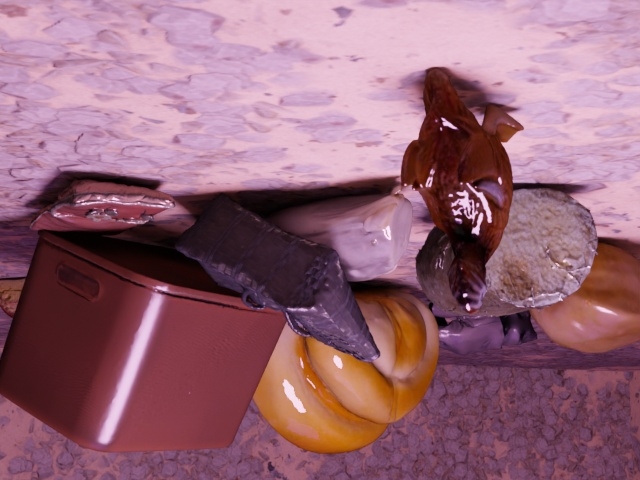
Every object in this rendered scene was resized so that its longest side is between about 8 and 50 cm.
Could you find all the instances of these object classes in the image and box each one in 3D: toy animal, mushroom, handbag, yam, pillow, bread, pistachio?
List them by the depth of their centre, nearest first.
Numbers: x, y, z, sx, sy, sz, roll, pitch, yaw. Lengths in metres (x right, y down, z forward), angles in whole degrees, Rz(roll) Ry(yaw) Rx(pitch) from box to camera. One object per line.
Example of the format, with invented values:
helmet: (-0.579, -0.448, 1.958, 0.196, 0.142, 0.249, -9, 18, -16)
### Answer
toy animal: (0.113, -0.045, 0.913, 0.089, 0.179, 0.188, -6, 141, 22)
handbag: (-0.055, 0.050, 1.305, 0.270, 0.089, 0.175, 27, 160, 30)
pillow: (-0.260, -0.035, 1.308, 0.126, 0.043, 0.232, 6, 169, -25)
yam: (0.205, 0.020, 1.315, 0.154, 0.154, 0.254, 4, 173, -16)
mushroom: (-0.002, -0.001, 1.344, 0.109, 0.097, 0.351, 32, 158, -26)
pistachio: (0.409, 0.086, 1.595, 0.260, 0.163, 0.212, 10, -161, -48)
bread: (0.036, 0.179, 1.908, 0.245, 0.329, 0.424, -43, 161, 24)
bread: (-0.533, 0.109, 2.012, 0.119, 0.067, 0.192, 2, 169, -6)

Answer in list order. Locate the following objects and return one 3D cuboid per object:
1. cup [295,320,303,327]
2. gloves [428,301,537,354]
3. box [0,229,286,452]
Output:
cup: (-0.027, 0.061, 1.669, 0.128, 0.095, 0.129, -42, 151, 15)
gloves: (0.295, 0.166, 2.214, 0.285, 0.119, 0.142, 4, 138, 0)
box: (-0.238, 0.137, 1.496, 0.239, 0.229, 0.339, 24, -176, 32)
